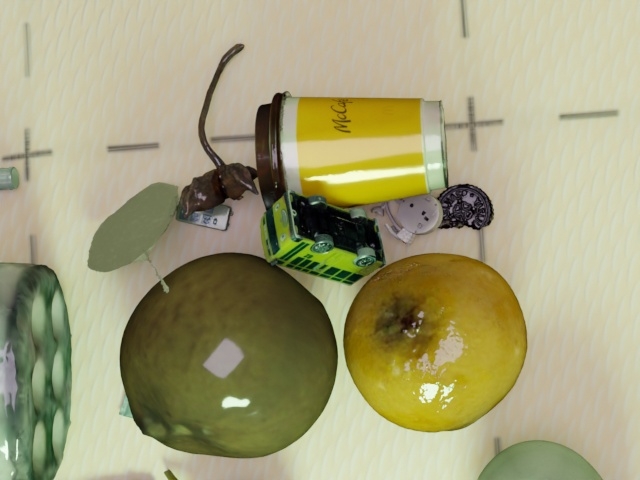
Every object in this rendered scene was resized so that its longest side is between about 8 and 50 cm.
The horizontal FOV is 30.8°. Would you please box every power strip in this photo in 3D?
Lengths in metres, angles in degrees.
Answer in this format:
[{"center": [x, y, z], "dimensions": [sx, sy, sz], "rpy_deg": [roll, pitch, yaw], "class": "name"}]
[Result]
[{"center": [-0.182, -0.042, 1.806], "dimensions": [0.090, 0.016, 0.040], "rpy_deg": [12, 88, 5], "class": "power strip"}]

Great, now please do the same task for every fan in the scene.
[{"center": [-0.258, 0.010, 1.695], "dimensions": [0.182, 0.310, 0.010], "rpy_deg": [-41, 123, 1], "class": "fan"}]

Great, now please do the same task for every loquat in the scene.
[{"center": [0.163, 0.141, 1.659], "dimensions": [0.263, 0.263, 0.263], "rpy_deg": [0, 88, 4], "class": "loquat"}]

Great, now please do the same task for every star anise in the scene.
[{"center": [-0.151, -0.169, 1.752], "dimensions": [0.218, 0.148, 0.227], "rpy_deg": [-26, 95, -37], "class": "star anise"}]

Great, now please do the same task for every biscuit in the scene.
[{"center": [0.218, -0.044, 1.773], "dimensions": [0.087, 0.027, 0.089], "rpy_deg": [44, 91, 6], "class": "biscuit"}]

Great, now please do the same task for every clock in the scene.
[{"center": [0.123, -0.056, 1.769], "dimensions": [0.087, 0.041, 0.129], "rpy_deg": [-47, 73, 12], "class": "clock"}]

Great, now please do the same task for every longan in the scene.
[{"center": [-0.133, 0.167, 1.654], "dimensions": [0.319, 0.319, 0.319], "rpy_deg": [0, 88, 4], "class": "longan"}]

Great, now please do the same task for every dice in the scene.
[{"center": [-0.545, 0.197, 1.666], "dimensions": [0.348, 0.330, 0.328], "rpy_deg": [-2, 88, 5], "class": "dice"}]

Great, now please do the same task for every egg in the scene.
[{"center": [0.324, 0.467, 1.643], "dimensions": [0.230, 0.230, 0.371], "rpy_deg": [-9, 93, 4], "class": "egg"}]

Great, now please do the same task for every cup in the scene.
[{"center": [0.044, -0.129, 1.697], "dimensions": [0.279, 0.196, 0.196], "rpy_deg": [-4, 87, 9], "class": "cup"}]

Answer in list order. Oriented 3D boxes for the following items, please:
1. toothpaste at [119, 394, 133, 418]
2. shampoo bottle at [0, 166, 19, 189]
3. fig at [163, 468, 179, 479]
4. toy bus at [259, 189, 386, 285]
[{"center": [-0.209, 0.274, 1.788], "dimensions": [0.205, 0.036, 0.056], "rpy_deg": [17, 88, 9], "class": "toothpaste"}, {"center": [-0.572, -0.094, 1.824], "dimensions": [0.190, 0.041, 0.069], "rpy_deg": [-4, 82, 4], "class": "shampoo bottle"}, {"center": [-0.143, 0.419, 1.738], "dimensions": [0.257, 0.159, 0.159], "rpy_deg": [33, 90, 25], "class": "fig"}, {"center": [0.000, 0.000, 1.649], "dimensions": [0.101, 0.175, 0.088], "rpy_deg": [-35, 52, 38], "class": "toy bus"}]
